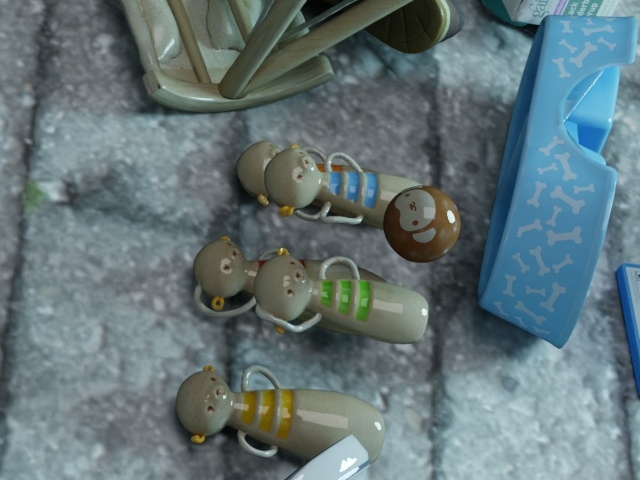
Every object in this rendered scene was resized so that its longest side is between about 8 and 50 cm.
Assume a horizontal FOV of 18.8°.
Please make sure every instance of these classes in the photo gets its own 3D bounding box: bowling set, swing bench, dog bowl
[{"bbox_3d":[0.000,0.000,1.391,0.154,0.200,0.287,13,51,-14],"label":"bowling set"},{"bbox_3d":[-0.045,-0.267,1.524,0.165,0.254,0.253,7,54,-49],"label":"swing bench"},{"bbox_3d":[0.185,-0.058,1.530,0.074,0.166,0.297,15,54,1],"label":"dog bowl"}]

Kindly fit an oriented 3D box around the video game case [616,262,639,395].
[{"bbox_3d":[0.327,0.081,1.588,0.166,0.015,0.119,7,56,-19],"label":"video game case"}]

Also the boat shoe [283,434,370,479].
[{"bbox_3d":[-0.043,0.237,1.290,0.084,0.095,0.258,45,64,3],"label":"boat shoe"}]

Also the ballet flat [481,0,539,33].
[{"bbox_3d":[0.190,-0.202,1.701,0.114,0.041,0.041,25,53,-7],"label":"ballet flat"}]

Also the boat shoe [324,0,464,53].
[{"bbox_3d":[0.028,-0.234,1.628,0.223,0.080,0.073,41,22,21],"label":"boat shoe"}]

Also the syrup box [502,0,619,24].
[{"bbox_3d":[0.189,-0.295,1.686,0.096,0.093,0.237,1,45,-23],"label":"syrup box"}]
